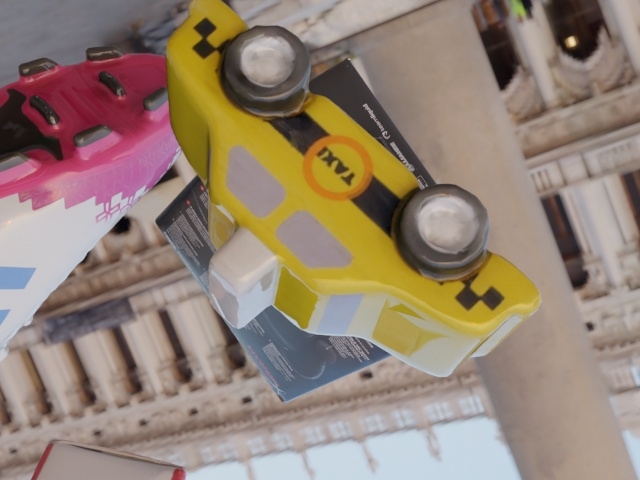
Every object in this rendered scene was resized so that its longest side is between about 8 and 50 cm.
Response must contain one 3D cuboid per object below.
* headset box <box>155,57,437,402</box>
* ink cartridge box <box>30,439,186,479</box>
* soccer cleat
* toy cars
[{"bbox_3d":[0.000,0.000,0.953,0.110,0.218,0.293,-35,179,-31],"label":"headset box"},{"bbox_3d":[-0.198,0.356,0.939,0.131,0.306,0.226,8,-139,6],"label":"ink cartridge box"},{"bbox_3d":[-0.204,0.007,0.661,0.331,0.143,0.116,-36,-129,-24],"label":"soccer cleat"},{"bbox_3d":[-0.058,-0.080,0.407,0.087,0.394,0.176,-44,-149,-19],"label":"toy cars"}]
